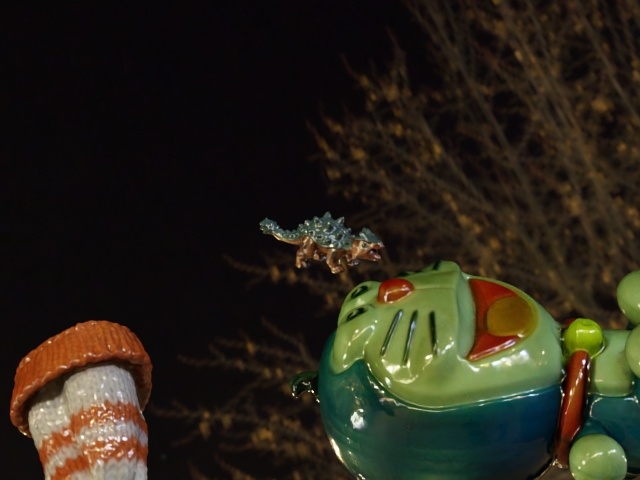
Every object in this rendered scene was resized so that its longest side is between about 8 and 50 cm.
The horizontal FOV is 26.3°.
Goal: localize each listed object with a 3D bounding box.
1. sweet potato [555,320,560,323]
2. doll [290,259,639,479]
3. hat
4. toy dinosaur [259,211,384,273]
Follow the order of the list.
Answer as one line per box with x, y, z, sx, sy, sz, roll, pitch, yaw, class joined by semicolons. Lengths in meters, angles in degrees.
0.224;0.127;1.512;0.124;0.310;0.098;-5;-73;-22;sweet potato
0.136;0.116;1.048;0.322;0.198;0.186;3;-65;12;doll
-0.144;0.143;0.880;0.094;0.162;0.112;-7;-37;-20;hat
0.000;0.000;1.390;0.049;0.154;0.055;-26;-58;-50;toy dinosaur
